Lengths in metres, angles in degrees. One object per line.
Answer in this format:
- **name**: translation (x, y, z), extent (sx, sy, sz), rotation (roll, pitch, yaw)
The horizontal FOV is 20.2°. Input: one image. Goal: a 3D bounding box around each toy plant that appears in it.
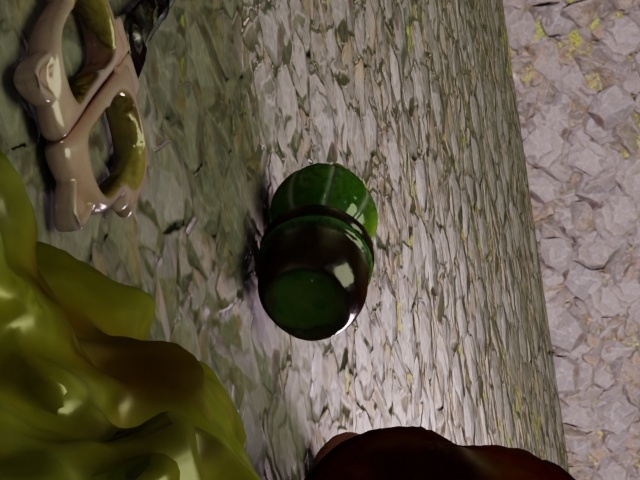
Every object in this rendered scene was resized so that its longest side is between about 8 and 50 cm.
- **toy plant**: translation (0.000, 0.000, 1.402), extent (0.162, 0.093, 0.092), rotation (-78, 157, -53)

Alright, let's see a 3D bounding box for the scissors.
- **scissors**: translation (-0.121, -0.116, 1.104), extent (0.317, 0.024, 0.160), rotation (-71, 150, -61)

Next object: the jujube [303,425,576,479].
- **jujube**: translation (0.107, 0.289, 1.351), extent (0.377, 0.277, 0.276), rotation (55, 31, -56)

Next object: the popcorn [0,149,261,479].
- **popcorn**: translation (-0.137, 0.088, 0.548), extent (0.270, 0.224, 0.257), rotation (32, 25, -52)

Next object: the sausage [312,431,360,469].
- **sausage**: translation (0.036, 0.216, 1.501), extent (0.154, 0.062, 0.062), rotation (64, 23, -52)
